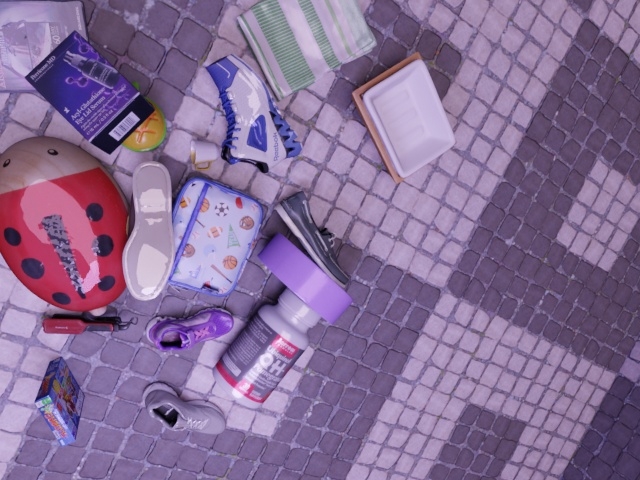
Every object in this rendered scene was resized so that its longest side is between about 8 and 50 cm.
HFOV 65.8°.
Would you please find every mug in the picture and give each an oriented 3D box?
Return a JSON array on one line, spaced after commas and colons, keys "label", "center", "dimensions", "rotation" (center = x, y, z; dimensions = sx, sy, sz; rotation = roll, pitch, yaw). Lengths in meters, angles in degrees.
[{"label": "mug", "center": [-0.301, -0.226, 1.282], "dimensions": [0.064, 0.078, 0.062], "rotation": [-6, 73, -27]}]

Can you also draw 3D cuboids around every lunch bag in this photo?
[{"label": "lunch bag", "center": [-0.303, -0.005, 1.299], "dimensions": [0.243, 0.115, 0.304], "rotation": [22, 94, -21]}]

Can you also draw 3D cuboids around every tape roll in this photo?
[{"label": "tape roll", "center": [-0.040, 0.101, 1.331], "dimensions": [0.090, 0.275, 0.275], "rotation": [-48, 114, -3]}]

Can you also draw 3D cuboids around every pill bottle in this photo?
[{"label": "pill bottle", "center": [-0.142, 0.295, 1.395], "dimensions": [0.176, 0.176, 0.319], "rotation": [39, 88, -24]}]

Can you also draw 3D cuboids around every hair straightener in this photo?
[{"label": "hair straightener", "center": [-0.575, 0.203, 1.262], "dimensions": [0.230, 0.089, 0.047], "rotation": [-4, 100, 2]}]

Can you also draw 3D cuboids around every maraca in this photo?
[{"label": "maraca", "center": [-0.448, -0.297, 1.183], "dimensions": [0.127, 0.099, 0.186], "rotation": [-33, 88, -14]}]

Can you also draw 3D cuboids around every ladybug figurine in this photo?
[{"label": "ladybug figurine", "center": [-0.597, -0.017, 1.159], "dimensions": [0.305, 0.162, 0.450], "rotation": [-22, 110, -14]}]

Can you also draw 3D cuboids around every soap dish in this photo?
[{"label": "soap dish", "center": [0.234, -0.345, 1.407], "dimensions": [0.228, 0.118, 0.291], "rotation": [-34, 112, -9]}]

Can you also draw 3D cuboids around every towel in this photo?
[{"label": "towel", "center": [-0.031, -0.550, 1.303], "dimensions": [0.324, 0.038, 0.248], "rotation": [-33, 111, -9]}]

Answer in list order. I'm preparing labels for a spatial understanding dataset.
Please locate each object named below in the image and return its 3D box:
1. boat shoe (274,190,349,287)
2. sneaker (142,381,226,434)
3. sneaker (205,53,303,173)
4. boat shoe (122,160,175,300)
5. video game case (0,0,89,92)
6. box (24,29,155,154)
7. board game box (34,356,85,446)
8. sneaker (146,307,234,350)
[{"label": "boat shoe", "center": [0.000, 0.000, 1.409], "dimensions": [0.099, 0.116, 0.319], "rotation": [-39, 108, -3]}, {"label": "sneaker", "center": [-0.380, 0.503, 1.390], "dimensions": [0.262, 0.121, 0.099], "rotation": [32, 92, -24]}, {"label": "sneaker", "center": [-0.196, -0.292, 1.244], "dimensions": [0.182, 0.127, 0.316], "rotation": [-45, 115, -17]}, {"label": "boat shoe", "center": [-0.410, -0.022, 1.188], "dimensions": [0.116, 0.096, 0.325], "rotation": [1, 88, -18]}, {"label": "video game case", "center": [-0.665, -0.433, 1.107], "dimensions": [0.274, 0.026, 0.196], "rotation": [-8, 106, -19]}, {"label": "box", "center": [-0.498, -0.319, 1.081], "dimensions": [0.207, 0.108, 0.153], "rotation": [43, 86, 4]}, {"label": "board game box", "center": [-0.640, 0.393, 1.224], "dimensions": [0.035, 0.201, 0.136], "rotation": [-23, 109, -13]}, {"label": "sneaker", "center": [-0.350, 0.252, 1.349], "dimensions": [0.236, 0.104, 0.095], "rotation": [-7, 104, -19]}]
